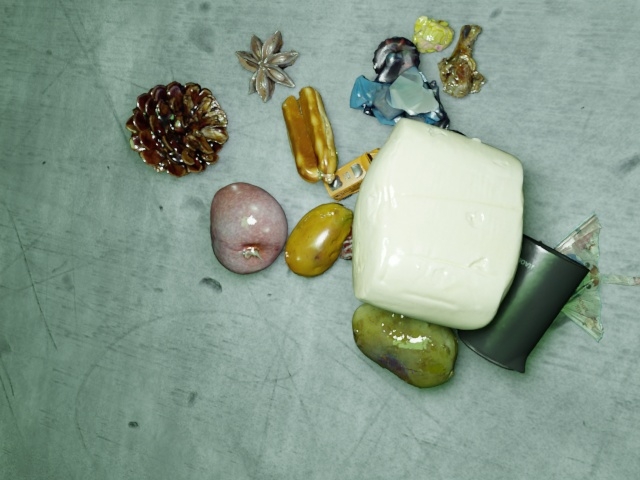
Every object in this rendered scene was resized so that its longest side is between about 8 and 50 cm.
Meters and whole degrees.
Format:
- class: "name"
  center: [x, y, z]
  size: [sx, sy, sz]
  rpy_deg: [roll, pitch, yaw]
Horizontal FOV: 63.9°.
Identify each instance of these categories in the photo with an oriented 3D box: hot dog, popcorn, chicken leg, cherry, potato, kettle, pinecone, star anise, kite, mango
- class: "hot dog"
  center: [-0.024, -0.293, 1.474]
  size: [0.135, 0.100, 0.337]
  rpy_deg: [-25, 60, 18]
- class: "popcorn"
  center: [0.307, -0.559, 1.395]
  size: [0.109, 0.097, 0.089]
  rpy_deg: [11, 97, 4]
- class: "chicken leg"
  center: [0.379, -0.480, 1.386]
  size: [0.125, 0.080, 0.196]
  rpy_deg: [-4, 81, 8]
- class: "cherry"
  center: [-0.218, -0.042, 1.501]
  size: [0.307, 0.221, 0.261]
  rpy_deg: [55, 134, 34]
- class: "potato"
  center: [0.223, 0.268, 1.379]
  size: [0.308, 0.173, 0.210]
  rpy_deg: [22, 133, 21]
- class: "kettle"
  center: [0.465, 0.135, 1.288]
  size: [0.262, 0.203, 0.308]
  rpy_deg: [31, 104, 15]
- class: "pinecone"
  center: [-0.428, -0.346, 1.564]
  size: [0.296, 0.242, 0.298]
  rpy_deg: [-8, 82, 20]
- class: "star anise"
  center: [-0.152, -0.536, 1.560]
  size: [0.197, 0.073, 0.212]
  rpy_deg: [-17, 88, 21]
- class: "kite"
  center: [0.690, 0.093, 1.312]
  size: [0.314, 0.011, 0.335]
  rpy_deg: [0, 91, 19]
- class: "mango"
  center: [0.000, 0.000, 1.485]
  size: [0.156, 0.151, 0.248]
  rpy_deg: [39, 94, -22]

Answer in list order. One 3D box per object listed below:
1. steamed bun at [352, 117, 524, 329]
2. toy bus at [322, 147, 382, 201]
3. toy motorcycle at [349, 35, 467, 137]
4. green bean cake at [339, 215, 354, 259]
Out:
- class: "steamed bun"
  center: [0.258, -0.032, 1.236]
  size: [0.371, 0.290, 0.455]
  rpy_deg: [16, 75, -2]
- class: "toy bus"
  center: [0.106, -0.190, 1.465]
  size: [0.195, 0.088, 0.083]
  rpy_deg: [-29, 80, 17]
- class: "toy motorcycle"
  center: [0.232, -0.335, 1.397]
  size: [0.232, 0.172, 0.416]
  rpy_deg: [-30, 90, 23]
- class: "green bean cake"
  center: [0.166, -0.051, 1.441]
  size: [0.199, 0.097, 0.232]
  rpy_deg: [5, 92, 18]
